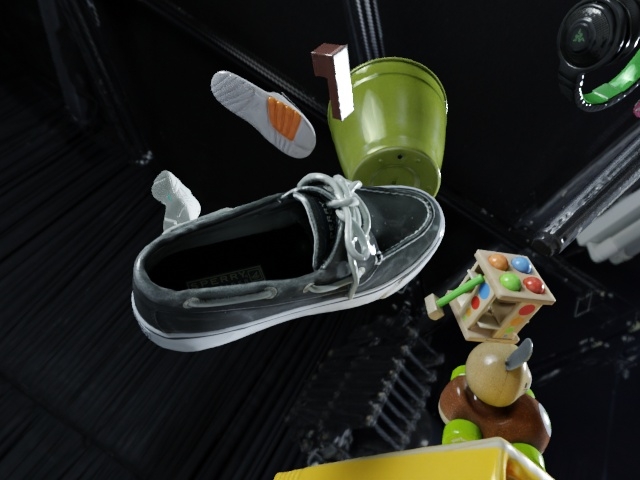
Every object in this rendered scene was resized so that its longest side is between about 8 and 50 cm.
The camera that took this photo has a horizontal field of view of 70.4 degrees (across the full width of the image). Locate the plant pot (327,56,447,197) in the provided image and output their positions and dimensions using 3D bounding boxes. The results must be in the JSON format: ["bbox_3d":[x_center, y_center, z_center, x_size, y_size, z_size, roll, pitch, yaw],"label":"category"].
[{"bbox_3d":[0.197,-0.262,1.286,0.365,0.353,0.367,2,-44,2],"label":"plant pot"}]

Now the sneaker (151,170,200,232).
[{"bbox_3d":[-0.204,-0.044,0.681,0.061,0.053,0.152,31,24,-50],"label":"sneaker"}]

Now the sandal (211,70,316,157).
[{"bbox_3d":[-0.114,-0.295,1.015,0.265,0.076,0.102,36,-53,-10],"label":"sandal"}]

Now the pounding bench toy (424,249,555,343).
[{"bbox_3d":[0.137,0.044,0.380,0.083,0.052,0.065,7,-50,-16],"label":"pounding bench toy"}]

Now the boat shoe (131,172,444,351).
[{"bbox_3d":[-0.002,-0.004,0.386,0.113,0.305,0.105,66,-27,23],"label":"boat shoe"}]

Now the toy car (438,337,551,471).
[{"bbox_3d":[0.253,0.191,0.610,0.148,0.155,0.189,18,-65,14],"label":"toy car"}]

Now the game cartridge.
[{"bbox_3d":[0.128,0.304,0.437,0.285,0.053,0.323,40,-46,-12],"label":"game cartridge"}]

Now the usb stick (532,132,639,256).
[{"bbox_3d":[0.418,-0.085,0.650,0.045,0.278,0.077,47,3,20],"label":"usb stick"}]

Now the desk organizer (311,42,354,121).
[{"bbox_3d":[0.024,-0.296,0.850,0.050,0.047,0.130,22,-37,30],"label":"desk organizer"}]

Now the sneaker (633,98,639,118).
[{"bbox_3d":[0.706,-0.291,0.924,0.063,0.170,0.075,61,-1,0],"label":"sneaker"}]

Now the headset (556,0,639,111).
[{"bbox_3d":[0.566,-0.441,0.872,0.185,0.243,0.394,59,-2,38],"label":"headset"}]
